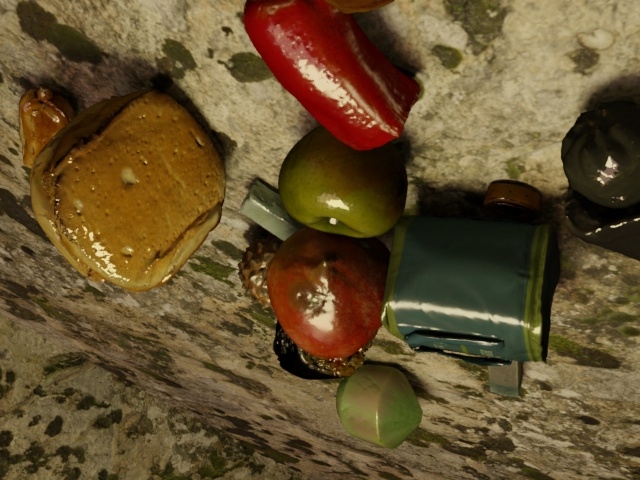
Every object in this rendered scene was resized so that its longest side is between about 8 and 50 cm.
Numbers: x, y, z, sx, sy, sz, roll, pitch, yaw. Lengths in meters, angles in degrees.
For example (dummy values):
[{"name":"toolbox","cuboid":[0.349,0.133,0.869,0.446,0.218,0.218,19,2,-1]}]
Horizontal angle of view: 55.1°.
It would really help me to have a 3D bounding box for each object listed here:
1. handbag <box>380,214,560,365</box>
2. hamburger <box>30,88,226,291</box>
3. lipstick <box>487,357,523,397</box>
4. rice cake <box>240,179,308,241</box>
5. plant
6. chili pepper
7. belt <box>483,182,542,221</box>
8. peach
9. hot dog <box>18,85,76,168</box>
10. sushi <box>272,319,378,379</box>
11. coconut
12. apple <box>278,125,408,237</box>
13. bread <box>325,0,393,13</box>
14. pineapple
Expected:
[{"name":"handbag","cuboid":[0.246,0.081,0.982,0.241,0.222,0.263,5,160,27]},{"name":"hamburger","cuboid":[-0.309,-0.088,1.021,0.174,0.304,0.284,10,139,38]},{"name":"lipstick","cuboid":[0.381,0.226,1.271,0.066,0.068,0.317,8,146,24]},{"name":"rice cake","cuboid":[0.000,0.000,1.178,0.336,0.063,0.066,33,142,-15]},{"name":"plant","cuboid":[0.397,-0.062,0.762,0.256,0.141,0.164,37,147,-28]},{"name":"chili pepper","cuboid":[-0.023,-0.257,0.738,0.131,0.134,0.338,-8,138,45]},{"name":"belt","cuboid":[0.292,-0.058,0.933,0.083,0.036,0.059,16,154,12]},{"name":"peach","cuboid":[0.020,0.074,1.033,0.233,0.232,0.256,22,163,2]},{"name":"hot dog","cuboid":[-0.521,-0.214,1.174,0.102,0.076,0.249,18,149,-15]},{"name":"sushi","cuboid":[0.019,0.196,1.348,0.200,0.213,0.204,-2,172,-31]},{"name":"coconut","cuboid":[0.159,0.431,1.598,0.236,0.235,0.205,5,-170,34]},{"name":"apple","cuboid":[0.034,-0.090,0.922,0.197,0.156,0.196,14,161,5]},{"name":"bread","cuboid":[0.060,-0.336,0.482,0.250,0.224,0.279,-10,131,40]},{"name":"pineapple","cuboid":[-0.092,0.064,1.259,0.166,0.166,0.193,34,177,-17]}]
